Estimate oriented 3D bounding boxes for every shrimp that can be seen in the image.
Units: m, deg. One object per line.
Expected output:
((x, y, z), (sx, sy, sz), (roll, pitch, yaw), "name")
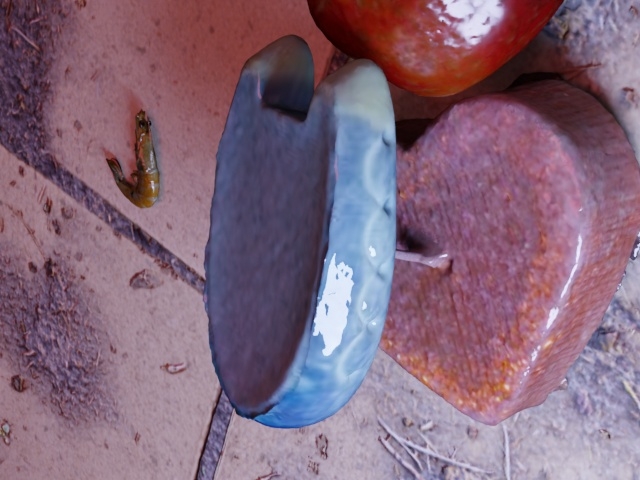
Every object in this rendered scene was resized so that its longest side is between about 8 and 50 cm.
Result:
((-0.210, -0.092, 1.511), (0.083, 0.023, 0.114), (15, 114, 42), "shrimp")

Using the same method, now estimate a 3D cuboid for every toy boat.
((0.000, 0.000, 1.140), (0.215, 0.123, 0.330), (24, 112, 55), "toy boat")

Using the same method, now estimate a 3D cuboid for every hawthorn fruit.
((0.086, -0.223, 1.103), (0.215, 0.215, 0.250), (52, 134, 20), "hawthorn fruit")

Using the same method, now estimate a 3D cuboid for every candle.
((0.121, 0.017, 1.173), (0.317, 0.131, 0.287), (-8, 97, 44), "candle")
